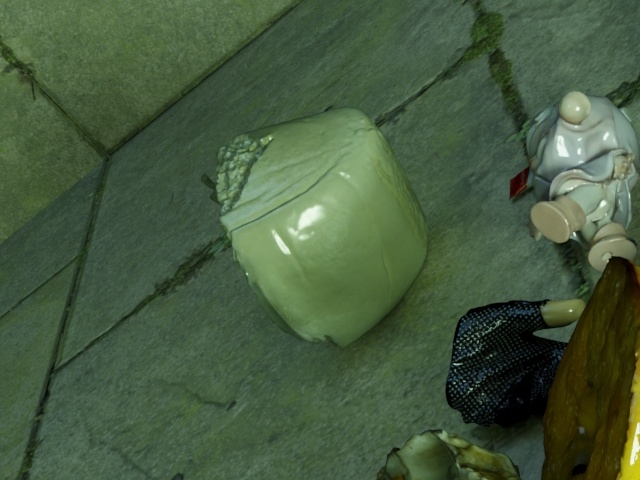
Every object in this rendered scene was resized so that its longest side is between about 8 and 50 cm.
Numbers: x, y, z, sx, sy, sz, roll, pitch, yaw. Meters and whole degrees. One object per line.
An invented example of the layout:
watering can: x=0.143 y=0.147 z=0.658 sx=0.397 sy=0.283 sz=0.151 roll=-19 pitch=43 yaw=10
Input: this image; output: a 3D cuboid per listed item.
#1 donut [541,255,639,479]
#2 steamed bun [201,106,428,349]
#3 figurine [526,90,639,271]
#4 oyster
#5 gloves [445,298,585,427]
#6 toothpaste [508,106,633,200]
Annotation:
donut: x=0.260 y=0.165 z=1.184 sx=0.303 sy=0.110 sz=0.302 roll=-165 pitch=90 yaw=-89
steamed bun: x=0.000 y=0.000 z=1.884 sx=0.274 sy=0.290 sz=0.272 roll=-26 pitch=40 yaw=18
figurine: x=0.304 y=-0.072 z=1.655 sx=0.133 sy=0.200 sz=0.276 roll=5 pitch=36 yaw=5
oyster: x=0.127 y=0.255 z=1.290 sx=0.341 sy=0.110 sz=0.166 roll=127 pitch=143 yaw=-74
gloves: x=0.229 y=0.133 z=1.481 sx=0.181 sy=0.106 sz=0.129 roll=5 pitch=47 yaw=25
toothpaste: x=0.317 y=-0.113 z=1.849 sx=0.190 sy=0.031 sz=0.048 roll=-34 pitch=26 yaw=30
